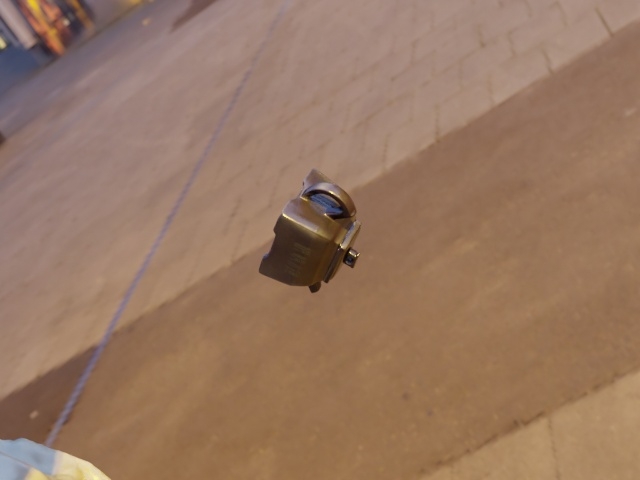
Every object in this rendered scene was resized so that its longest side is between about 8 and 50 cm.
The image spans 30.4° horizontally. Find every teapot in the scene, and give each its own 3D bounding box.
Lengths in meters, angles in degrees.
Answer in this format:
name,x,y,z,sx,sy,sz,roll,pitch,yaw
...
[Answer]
name,x,y,z,sx,sy,sz,roll,pitch,yaw
teapot,0.000,0.000,1.337,0.087,0.096,0.177,-56,-7,-39

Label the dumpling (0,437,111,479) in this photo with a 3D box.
name,x,y,z,sx,sy,sz,roll,pitch,yaw
dumpling,-0.224,0.187,0.754,0.215,0.126,0.166,-27,57,-25
